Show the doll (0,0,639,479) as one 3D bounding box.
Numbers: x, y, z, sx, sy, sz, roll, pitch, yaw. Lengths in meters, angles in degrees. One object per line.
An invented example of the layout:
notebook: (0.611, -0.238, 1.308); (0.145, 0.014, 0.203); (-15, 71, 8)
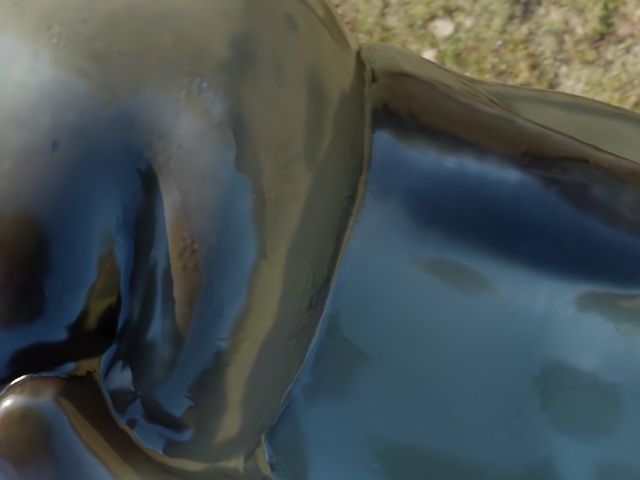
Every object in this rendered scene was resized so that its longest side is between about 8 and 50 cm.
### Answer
doll: (0.012, 0.023, 0.500); (0.370, 0.226, 0.215); (16, 134, -11)
